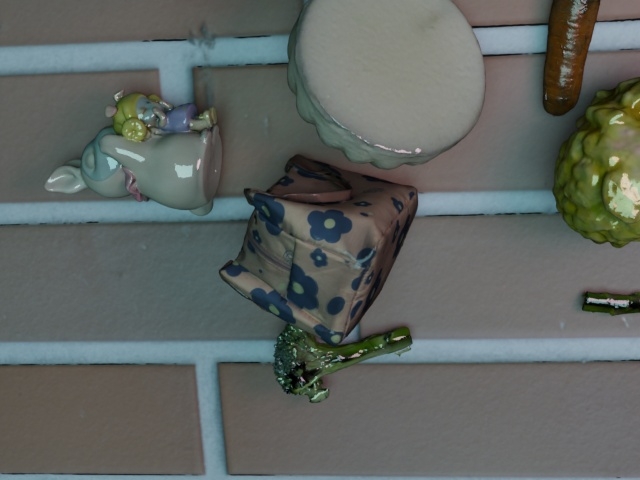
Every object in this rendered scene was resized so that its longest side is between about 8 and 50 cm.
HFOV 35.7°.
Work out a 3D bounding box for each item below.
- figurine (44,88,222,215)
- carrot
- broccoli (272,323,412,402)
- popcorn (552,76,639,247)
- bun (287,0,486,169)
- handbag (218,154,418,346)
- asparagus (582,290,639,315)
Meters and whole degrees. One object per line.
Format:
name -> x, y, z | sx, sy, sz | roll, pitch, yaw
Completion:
figurine -> -0.260, -0.120, 1.354 | 0.235, 0.127, 0.155 | 7, 125, 7
carrot -> 0.319, -0.252, 1.284 | 0.060, 0.060, 0.186 | 9, 112, 4
broccoli -> 0.030, 0.160, 1.423 | 0.204, 0.118, 0.123 | -8, 75, -7
popcorn -> 0.411, -0.101, 1.228 | 0.259, 0.259, 0.212 | -20, 78, 12
bun -> 0.067, -0.201, 1.277 | 0.263, 0.175, 0.263 | 5, 72, -17
handbag -> 0.000, 0.000, 1.299 | 0.193, 0.251, 0.190 | 26, 115, 8
asparagus -> 0.448, 0.086, 1.380 | 0.165, 0.030, 0.036 | -2, 95, 7
